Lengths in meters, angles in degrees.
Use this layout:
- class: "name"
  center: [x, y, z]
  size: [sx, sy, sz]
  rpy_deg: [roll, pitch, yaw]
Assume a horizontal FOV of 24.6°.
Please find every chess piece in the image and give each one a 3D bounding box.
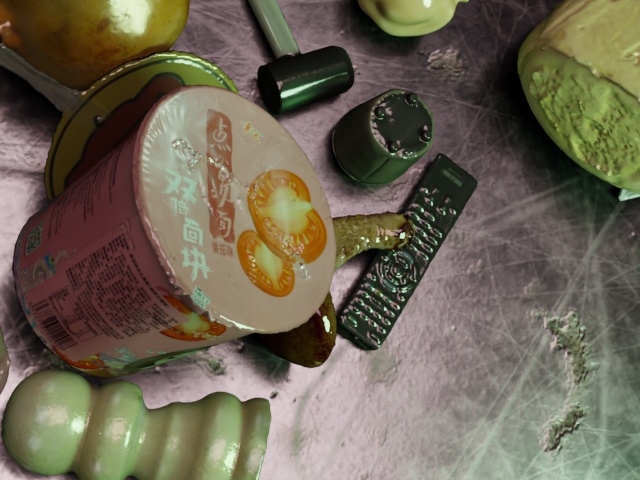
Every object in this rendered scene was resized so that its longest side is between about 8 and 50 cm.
- class: "chess piece"
  center: [-0.188, 0.195, 1.454]
  size: [0.251, 0.144, 0.144]
  rpy_deg: [15, 73, -8]

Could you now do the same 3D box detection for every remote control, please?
- class: "remote control"
  center: [0.097, 0.012, 1.643]
  size: [0.063, 0.025, 0.245]
  rpy_deg: [36, 69, -7]

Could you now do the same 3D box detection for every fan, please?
- class: "fan"
  center: [-0.202, -0.108, 1.478]
  size: [0.229, 0.011, 0.335]
  rpy_deg: [-48, 134, 6]

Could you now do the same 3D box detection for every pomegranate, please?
- class: "pomegranate"
  center: [-0.237, -0.262, 1.500]
  size: [0.233, 0.233, 0.233]
  rpy_deg: [4, 76, -17]

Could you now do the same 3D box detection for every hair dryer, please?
- class: "hair dryer"
  center: [-0.045, -0.242, 1.651]
  size: [0.100, 0.057, 0.197]
  rpy_deg: [-22, 78, -23]

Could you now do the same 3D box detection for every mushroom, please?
- class: "mushroom"
  center: [0.000, 0.000, 1.565]
  size: [0.218, 0.148, 0.227]
  rpy_deg: [-28, 96, -30]

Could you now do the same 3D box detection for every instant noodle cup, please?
- class: "instant noodle cup"
  center: [-0.147, 0.010, 1.391]
  size: [0.243, 0.231, 0.243]
  rpy_deg: [25, 52, -36]

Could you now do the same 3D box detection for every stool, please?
- class: "stool"
  center: [0.071, -0.116, 1.620]
  size: [0.096, 0.110, 0.096]
  rpy_deg: [5, 75, -21]

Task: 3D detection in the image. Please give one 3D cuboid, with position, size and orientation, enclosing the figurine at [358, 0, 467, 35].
- class: "figurine"
  center: [0.122, -0.321, 1.696]
  size: [0.114, 0.108, 0.196]
  rpy_deg: [44, 61, -20]

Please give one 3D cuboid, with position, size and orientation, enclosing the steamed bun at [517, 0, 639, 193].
- class: "steamed bun"
  center: [0.377, -0.174, 1.697]
  size: [0.273, 0.166, 0.232]
  rpy_deg: [36, 56, 19]

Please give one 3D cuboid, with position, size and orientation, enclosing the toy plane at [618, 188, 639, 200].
- class: "toy plane"
  center: [0.489, -0.076, 1.744]
  size: [0.251, 0.101, 0.255]
  rpy_deg: [3, 55, 20]

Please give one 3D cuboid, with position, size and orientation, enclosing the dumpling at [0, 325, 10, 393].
- class: "dumpling"
  center: [-0.379, 0.134, 1.433]
  size: [0.150, 0.092, 0.176]
  rpy_deg: [24, 65, -25]
